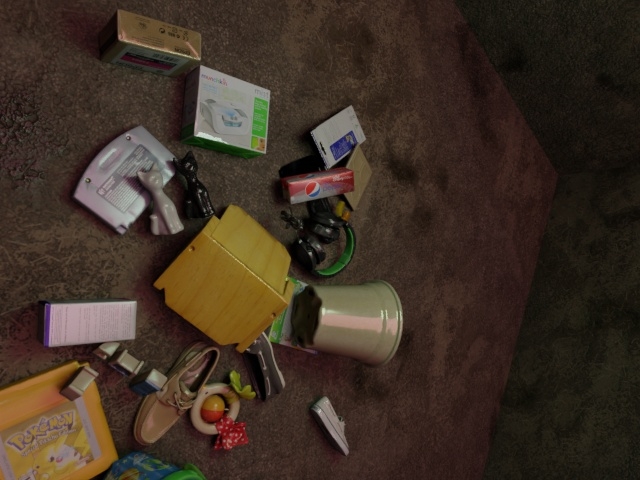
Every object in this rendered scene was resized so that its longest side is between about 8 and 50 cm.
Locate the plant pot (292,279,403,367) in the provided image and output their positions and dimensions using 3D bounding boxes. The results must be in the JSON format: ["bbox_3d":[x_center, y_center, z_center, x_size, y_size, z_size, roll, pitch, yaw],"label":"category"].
[{"bbox_3d":[0.075,0.288,1.600,0.306,0.334,0.333,11,81,-27],"label":"plant pot"}]

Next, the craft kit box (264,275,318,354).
[{"bbox_3d":[-0.084,0.288,1.676,0.247,0.061,0.249,28,70,-38],"label":"craft kit box"}]

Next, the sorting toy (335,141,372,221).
[{"bbox_3d":[0.123,-0.227,1.837,0.307,0.041,0.229,-64,149,-20],"label":"sorting toy"}]

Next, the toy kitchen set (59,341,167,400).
[{"bbox_3d":[-0.572,0.402,1.204,0.207,0.122,0.166,44,43,-18],"label":"toy kitchen set"}]

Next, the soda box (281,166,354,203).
[{"bbox_3d":[-0.008,-0.209,1.638,0.263,0.092,0.083,-14,114,-20],"label":"soda box"}]

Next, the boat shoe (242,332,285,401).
[{"bbox_3d":[-0.222,0.413,1.518,0.095,0.112,0.335,-37,115,-40],"label":"boat shoe"}]

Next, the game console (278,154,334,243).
[{"bbox_3d":[-0.021,-0.154,1.754,0.213,0.044,0.361,-31,106,-36],"label":"game console"}]

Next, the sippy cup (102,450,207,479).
[{"bbox_3d":[-0.476,0.705,1.198,0.240,0.224,0.305,-58,145,-27],"label":"sippy cup"}]

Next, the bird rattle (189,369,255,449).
[{"bbox_3d":[-0.331,0.561,1.445,0.207,0.143,0.253,17,90,-27],"label":"bird rattle"}]

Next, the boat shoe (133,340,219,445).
[{"bbox_3d":[-0.436,0.462,1.336,0.121,0.110,0.341,45,61,-29],"label":"boat shoe"}]

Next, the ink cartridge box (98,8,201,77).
[{"bbox_3d":[-0.496,-0.564,1.276,0.235,0.193,0.088,-2,92,-39],"label":"ink cartridge box"}]

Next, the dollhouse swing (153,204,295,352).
[{"bbox_3d":[-0.294,0.104,1.443,0.347,0.305,0.315,42,96,-17],"label":"dollhouse swing"}]

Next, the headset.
[{"bbox_3d":[0.000,0.000,1.642,0.394,0.185,0.243,36,85,-38],"label":"headset"}]

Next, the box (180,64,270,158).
[{"bbox_3d":[-0.316,-0.419,1.468,0.262,0.127,0.231,8,85,-38],"label":"box"}]

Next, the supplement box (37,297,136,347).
[{"bbox_3d":[-0.629,0.216,1.186,0.220,0.111,0.113,2,87,-39],"label":"supplement box"}]

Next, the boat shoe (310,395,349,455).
[{"bbox_3d":[0.055,0.742,1.751,0.088,0.096,0.267,-38,103,-30],"label":"boat shoe"}]

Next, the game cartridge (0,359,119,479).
[{"bbox_3d":[-0.716,0.508,1.140,0.285,0.053,0.323,-19,101,-39],"label":"game cartridge"}]

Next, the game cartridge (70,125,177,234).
[{"bbox_3d":[-0.572,-0.188,1.290,0.196,0.060,0.294,48,60,-32],"label":"game cartridge"}]

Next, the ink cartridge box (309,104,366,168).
[{"bbox_3d":[0.060,-0.420,1.787,0.333,0.065,0.165,-44,116,-44],"label":"ink cartridge box"}]

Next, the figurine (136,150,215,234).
[{"bbox_3d":[-0.442,-0.146,1.332,0.215,0.092,0.209,-35,122,-45],"label":"figurine"}]
